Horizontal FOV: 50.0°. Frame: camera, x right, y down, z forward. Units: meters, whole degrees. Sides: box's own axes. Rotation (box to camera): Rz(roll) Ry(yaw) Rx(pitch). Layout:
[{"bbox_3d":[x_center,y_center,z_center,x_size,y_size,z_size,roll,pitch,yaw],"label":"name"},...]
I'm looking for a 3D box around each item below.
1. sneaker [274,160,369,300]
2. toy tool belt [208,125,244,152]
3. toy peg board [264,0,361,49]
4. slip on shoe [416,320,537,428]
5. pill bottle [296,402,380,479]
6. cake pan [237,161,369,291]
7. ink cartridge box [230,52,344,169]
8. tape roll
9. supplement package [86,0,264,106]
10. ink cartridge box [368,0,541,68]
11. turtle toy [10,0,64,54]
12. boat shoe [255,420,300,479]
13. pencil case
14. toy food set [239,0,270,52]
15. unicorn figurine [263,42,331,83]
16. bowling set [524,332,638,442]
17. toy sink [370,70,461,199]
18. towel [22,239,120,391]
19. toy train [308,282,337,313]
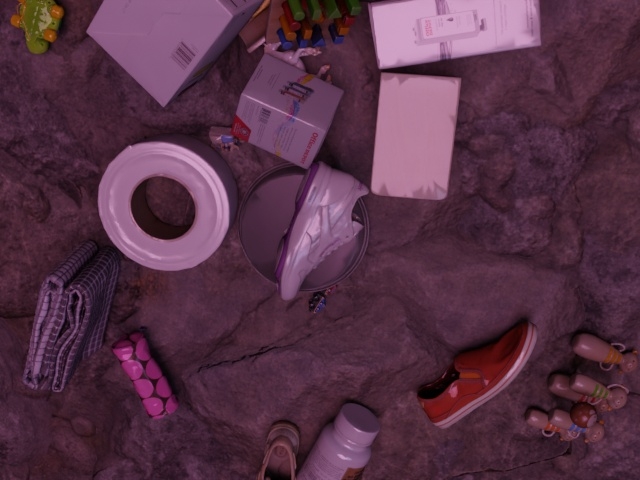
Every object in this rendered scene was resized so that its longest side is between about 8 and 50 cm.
[{"bbox_3d":[0.000,0.000,1.381,0.152,0.114,0.305,17,114,-12],"label":"sneaker"},{"bbox_3d":[-0.193,-0.210,1.443,0.083,0.052,0.051,8,141,6],"label":"toy tool belt"},{"bbox_3d":[-0.009,-0.406,1.262,0.161,0.161,0.079,-10,65,-17],"label":"toy peg board"},{"bbox_3d":[0.347,0.290,1.530,0.101,0.123,0.331,43,112,-6],"label":"slip on shoe"},{"bbox_3d":[0.046,0.504,1.622,0.131,0.131,0.229,25,110,-4],"label":"pill bottle"},{"bbox_3d":[-0.043,-0.021,1.471,0.293,0.054,0.293,2,105,9],"label":"cake pan"},{"bbox_3d":[-0.065,-0.251,1.347,0.176,0.127,0.128,25,145,-4],"label":"ink cartridge box"},{"bbox_3d":[-0.323,-0.083,1.468,0.286,0.100,0.286,2,110,5],"label":"tape roll"},{"bbox_3d":[-0.266,-0.421,1.271,0.204,0.145,0.262,45,131,-9],"label":"supplement package"},{"bbox_3d":[0.236,-0.393,1.248,0.282,0.207,0.117,-6,107,8],"label":"ink cartridge box"},{"bbox_3d":[-0.564,-0.437,1.383,0.095,0.066,0.130,24,110,-3],"label":"turtle toy"},{"bbox_3d":[-0.108,0.595,1.685,0.109,0.098,0.302,10,110,2],"label":"boat shoe"},{"bbox_3d":[-0.413,0.316,1.623,0.095,0.098,0.209,-31,109,-32],"label":"pencil case"},{"bbox_3d":[-0.147,-0.542,1.293,0.219,0.092,0.306,-36,102,16],"label":"toy food set"},{"bbox_3d":[-0.046,-0.351,1.365,0.111,0.060,0.162,-14,113,21],"label":"unicorn figurine"},{"bbox_3d":[0.585,0.369,1.494,0.154,0.200,0.287,22,114,-4],"label":"bowling set"},{"bbox_3d":[0.184,-0.211,1.359,0.152,0.131,0.234,4,105,4],"label":"toy sink"},{"bbox_3d":[-0.539,0.167,1.507,0.121,0.235,0.284,18,110,-7],"label":"towel"},{"bbox_3d":[0.020,0.100,1.539,0.036,0.027,0.158,26,109,-17],"label":"toy train"}]
